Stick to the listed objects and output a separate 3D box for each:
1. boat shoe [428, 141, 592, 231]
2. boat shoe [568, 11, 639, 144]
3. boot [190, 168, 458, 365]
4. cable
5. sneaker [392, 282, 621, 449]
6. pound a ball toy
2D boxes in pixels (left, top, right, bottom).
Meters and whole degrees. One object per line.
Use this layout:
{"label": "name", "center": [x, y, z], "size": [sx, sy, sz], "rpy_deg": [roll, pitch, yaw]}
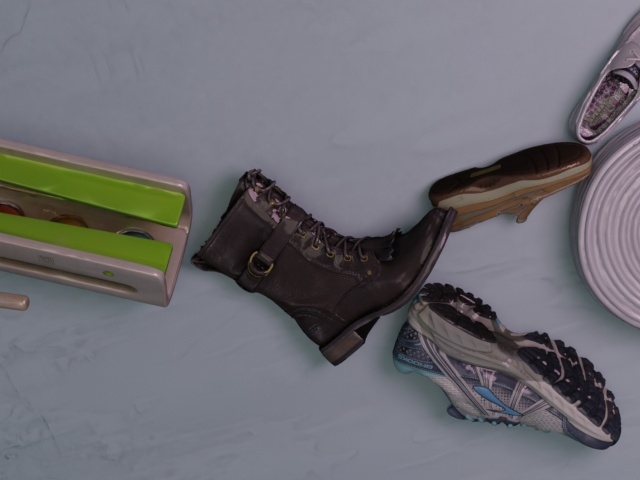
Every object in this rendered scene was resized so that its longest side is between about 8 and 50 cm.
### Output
{"label": "boat shoe", "center": [0.220, -0.055, 1.712], "size": [0.190, 0.068, 0.072], "rpy_deg": [-14, 117, 25]}
{"label": "boat shoe", "center": [0.336, -0.183, 1.674], "size": [0.066, 0.063, 0.184], "rpy_deg": [40, 103, -4]}
{"label": "boot", "center": [0.000, 0.000, 1.720], "size": [0.229, 0.091, 0.263], "rpy_deg": [42, 113, -3]}
{"label": "cable", "center": [0.406, -0.011, 1.690], "size": [0.257, 0.089, 0.257], "rpy_deg": [29, 103, -1]}
{"label": "sneaker", "center": [0.212, 0.163, 1.753], "size": [0.283, 0.110, 0.122], "rpy_deg": [32, 120, 1]}
{"label": "pound a ball toy", "center": [-0.323, 0.014, 1.722], "size": [0.319, 0.136, 0.208], "rpy_deg": [12, 67, 3]}
